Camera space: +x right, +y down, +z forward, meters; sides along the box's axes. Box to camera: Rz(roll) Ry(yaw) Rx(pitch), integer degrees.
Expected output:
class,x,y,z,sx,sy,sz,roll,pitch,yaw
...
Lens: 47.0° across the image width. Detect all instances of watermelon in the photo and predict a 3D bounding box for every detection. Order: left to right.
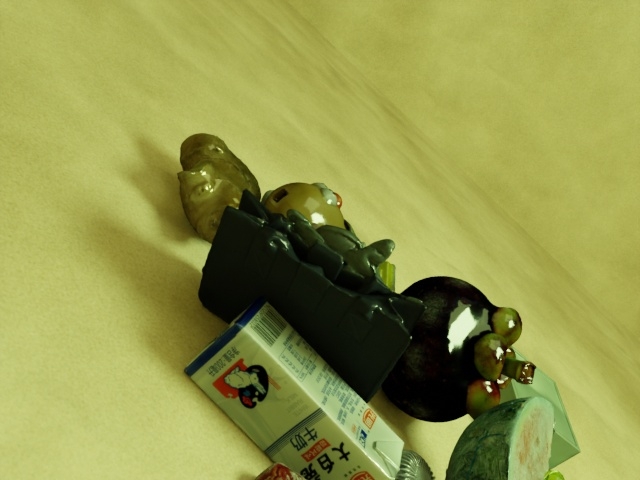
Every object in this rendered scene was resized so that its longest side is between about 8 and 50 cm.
class,x,y,z,sx,sy,sz,roll,pitch,yaw
watermelon,0.260,0.389,1.195,0.188,0.175,0.321,46,48,-40

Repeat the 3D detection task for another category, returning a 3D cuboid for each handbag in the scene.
class,x,y,z,sx,sy,sz,roll,pitch,yaw
handbag,-0.014,0.077,1.101,0.326,0.269,0.118,34,46,7

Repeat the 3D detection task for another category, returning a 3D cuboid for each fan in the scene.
class,x,y,z,sx,sy,sz,roll,pitch,yaw
fan,0.134,0.434,1.128,0.130,0.074,0.244,49,26,-25

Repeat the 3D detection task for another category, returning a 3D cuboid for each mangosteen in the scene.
class,x,y,z,sx,sy,sz,roll,pitch,yaw
mangosteen,0.251,0.209,1.370,0.302,0.274,0.275,13,1,35

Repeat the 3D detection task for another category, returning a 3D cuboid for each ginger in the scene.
class,x,y,z,sx,sy,sz,roll,pitch,yaw
ginger,-0.177,-0.060,1.304,0.218,0.123,0.270,52,21,-36

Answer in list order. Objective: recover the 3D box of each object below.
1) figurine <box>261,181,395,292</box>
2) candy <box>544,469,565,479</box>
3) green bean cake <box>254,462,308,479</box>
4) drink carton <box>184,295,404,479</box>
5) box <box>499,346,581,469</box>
class,x,y,z,sx,sy,sz,roll,pitch,yaw
figurine,0.000,0.001,1.402,0.343,0.167,0.285,7,-27,48
candy,0.458,0.502,1.608,0.194,0.062,0.058,31,71,-14
green bean cake,-0.032,0.371,0.953,0.136,0.056,0.135,41,23,-13
drink carton,-0.032,0.242,1.066,0.315,0.130,0.106,45,25,-3
box,0.458,0.380,1.702,0.225,0.117,0.225,39,25,-21
